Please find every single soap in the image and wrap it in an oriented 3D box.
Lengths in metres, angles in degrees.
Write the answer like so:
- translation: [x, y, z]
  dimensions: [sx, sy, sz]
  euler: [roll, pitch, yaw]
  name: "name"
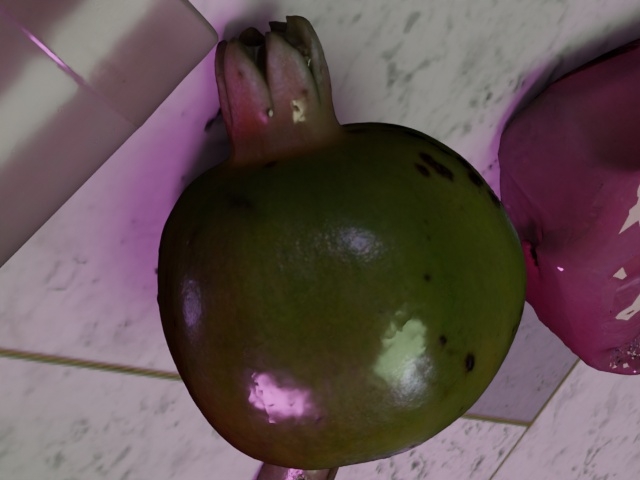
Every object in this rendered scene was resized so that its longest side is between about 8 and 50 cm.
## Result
- translation: [0.253, -0.038, 0.876]
  dimensions: [0.324, 0.127, 0.220]
  euler: [-28, 140, -22]
  name: "soap"

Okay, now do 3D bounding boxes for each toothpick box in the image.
- translation: [-0.134, -0.048, 0.490]
  dimensions: [0.181, 0.111, 0.111]
  euler: [-46, 144, 2]
  name: "toothpick box"

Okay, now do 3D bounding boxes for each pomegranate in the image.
- translation: [0.000, 0.000, 0.641]
  dimensions: [0.180, 0.180, 0.210]
  euler: [-24, 109, -28]
  name: "pomegranate"

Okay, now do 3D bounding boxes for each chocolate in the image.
- translation: [-0.009, 0.155, 0.880]
  dimensions: [0.064, 0.031, 0.101]
  euler: [-3, 125, -49]
  name: "chocolate"
